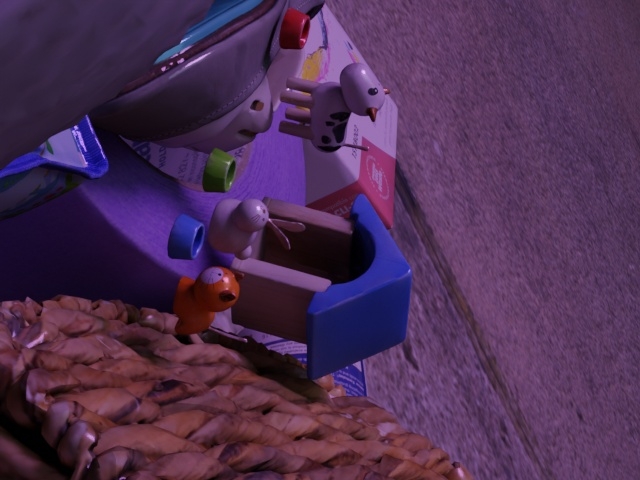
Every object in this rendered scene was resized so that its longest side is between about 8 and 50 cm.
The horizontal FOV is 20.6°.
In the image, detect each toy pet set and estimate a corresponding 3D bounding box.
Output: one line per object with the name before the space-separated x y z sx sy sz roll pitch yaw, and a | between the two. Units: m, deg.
toy pet set | 0.000 0.000 0.631 0.114 0.065 0.122 91 18 -50

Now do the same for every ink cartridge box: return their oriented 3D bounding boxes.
ink cartridge box | -0.034 -0.097 0.948 0.198 0.067 0.115 52 26 -32

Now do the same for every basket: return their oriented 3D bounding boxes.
basket | -0.058 0.162 0.591 0.213 0.223 0.299 38 9 26

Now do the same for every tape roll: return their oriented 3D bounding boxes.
tape roll | -0.113 -0.090 0.727 0.275 0.090 0.275 49 27 -36

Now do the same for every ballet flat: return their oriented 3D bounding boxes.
ballet flat | -0.036 -0.071 0.673 0.213 0.072 0.068 -66 138 -62

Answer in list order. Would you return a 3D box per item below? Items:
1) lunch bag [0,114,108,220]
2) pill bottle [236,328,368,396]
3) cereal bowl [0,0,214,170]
lunch bag | -0.156 -0.063 0.541 0.151 0.128 0.096 66 18 5
pill bottle | -0.008 0.098 0.809 0.067 0.067 0.120 44 30 -44
cereal bowl | -0.140 -0.151 0.434 0.141 0.338 0.339 65 8 -72
